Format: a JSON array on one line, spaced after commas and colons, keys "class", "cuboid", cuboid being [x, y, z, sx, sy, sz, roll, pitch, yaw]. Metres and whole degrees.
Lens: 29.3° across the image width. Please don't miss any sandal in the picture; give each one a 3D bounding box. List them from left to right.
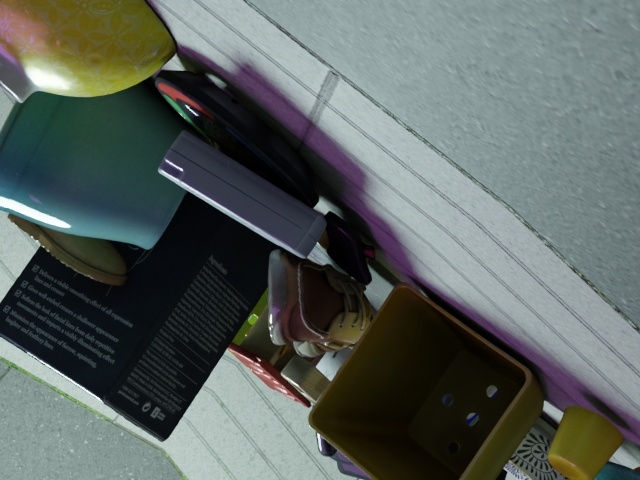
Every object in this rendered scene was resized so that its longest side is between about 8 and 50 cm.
[{"class": "sandal", "cuboid": [0.040, 0.005, 1.463, 0.067, 0.040, 0.179, 36, 165, 17]}]

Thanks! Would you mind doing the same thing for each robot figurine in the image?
[{"class": "robot figurine", "cuboid": [0.073, 0.306, 2.280, 0.209, 0.174, 0.278, -97, -1, -70]}]

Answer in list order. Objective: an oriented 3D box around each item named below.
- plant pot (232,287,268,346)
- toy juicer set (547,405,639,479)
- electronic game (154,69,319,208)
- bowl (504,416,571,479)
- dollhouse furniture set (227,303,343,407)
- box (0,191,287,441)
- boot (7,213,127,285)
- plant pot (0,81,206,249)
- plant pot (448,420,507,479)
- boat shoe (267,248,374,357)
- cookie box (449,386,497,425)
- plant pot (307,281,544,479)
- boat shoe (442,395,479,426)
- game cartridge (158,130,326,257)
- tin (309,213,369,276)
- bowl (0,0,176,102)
[{"class": "plant pot", "cuboid": [-0.120, 0.120, 2.309, 0.228, 0.207, 0.227, 38, 173, 13]}, {"class": "toy juicer set", "cuboid": [0.383, 0.305, 1.351, 0.209, 0.089, 0.329, 19, 152, 37]}, {"class": "electronic game", "cuboid": [-0.094, -0.112, 1.373, 0.229, 0.048, 0.229, 39, 175, 4]}, {"class": "bowl", "cuboid": [0.294, 0.292, 1.710, 0.170, 0.080, 0.170, 40, 173, 6]}, {"class": "dollhouse furniture set", "cuboid": [0.036, 0.190, 2.017, 0.374, 0.201, 0.152, 23, 162, 48]}, {"class": "box", "cuboid": [-0.293, 0.073, 2.015, 0.293, 0.395, 0.212, 26, 167, 32]}, {"class": "boot", "cuboid": [-0.339, -0.097, 1.868, 0.236, 0.269, 0.089, 33, -169, 13]}, {"class": "plant pot", "cuboid": [-0.311, -0.119, 1.710, 0.255, 0.271, 0.271, 28, 176, -13]}, {"class": "plant pot", "cuboid": [0.245, 0.394, 2.197, 0.167, 0.188, 0.187, 17, 172, 0]}, {"class": "boat shoe", "cuboid": [0.006, 0.079, 1.553, 0.116, 0.123, 0.324, -3, 170, 10]}, {"class": "cookie box", "cuboid": [0.212, 0.233, 1.735, 0.040, 0.092, 0.107, 43, 174, 9]}, {"class": "plant pot", "cuboid": [0.153, 0.210, 1.508, 0.212, 0.212, 0.187, 36, -177, 33]}, {"class": "boat shoe", "cuboid": [0.185, 0.220, 1.834, 0.069, 0.081, 0.228, 31, 172, 31]}, {"class": "game cartridge", "cuboid": [-0.090, -0.049, 1.385, 0.196, 0.060, 0.294, 35, 178, -8]}, {"class": "tin", "cuboid": [0.000, 0.000, 1.649, 0.106, 0.040, 0.190, 38, 174, -19]}, {"class": "bowl", "cuboid": [-0.312, -0.242, 1.310, 0.289, 0.156, 0.289, 39, 173, 6]}]
